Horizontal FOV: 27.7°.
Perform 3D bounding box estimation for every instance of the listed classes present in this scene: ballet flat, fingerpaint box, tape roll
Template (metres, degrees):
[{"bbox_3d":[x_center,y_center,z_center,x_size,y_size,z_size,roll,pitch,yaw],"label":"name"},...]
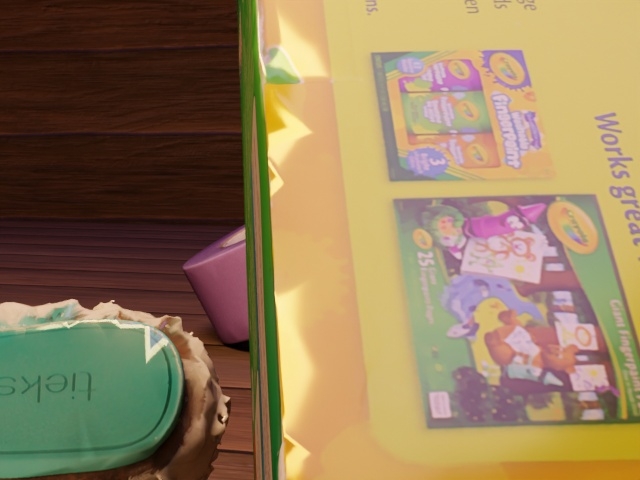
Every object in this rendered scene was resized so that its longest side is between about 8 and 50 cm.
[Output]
[{"bbox_3d":[-0.248,0.105,0.697,0.409,0.146,0.147,4,5,6],"label":"ballet flat"},{"bbox_3d":[0.153,-0.035,0.542,0.371,0.163,0.444,-1,48,-6],"label":"fingerpaint box"},{"bbox_3d":[0.000,0.000,1.315,0.275,0.090,0.275,-28,6,3],"label":"tape roll"}]
